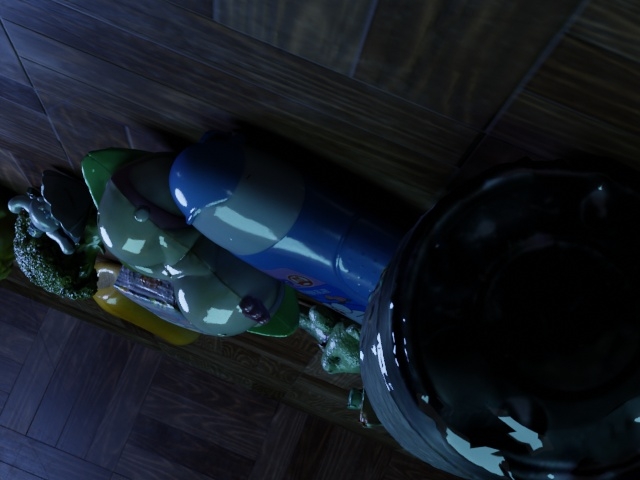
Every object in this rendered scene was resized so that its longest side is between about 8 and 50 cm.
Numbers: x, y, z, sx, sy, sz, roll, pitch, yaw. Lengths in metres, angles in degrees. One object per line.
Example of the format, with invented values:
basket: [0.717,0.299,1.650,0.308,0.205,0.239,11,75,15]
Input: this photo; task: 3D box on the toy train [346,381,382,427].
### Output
toy train: [0.127,0.198,1.528,0.188,0.072,0.099,5,-179,2]

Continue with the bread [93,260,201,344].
bread: [-0.271,0.105,1.960,0.092,0.074,0.239,8,163,34]

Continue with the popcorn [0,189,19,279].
popcorn: [-0.489,-0.013,1.641,0.185,0.167,0.187,-1,-132,-53]

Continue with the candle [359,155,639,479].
candle: [0.119,0.065,0.793,0.187,0.187,0.330,22,170,1]

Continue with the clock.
clock: [-0.106,0.003,1.044,0.231,0.103,0.144,39,-178,-8]

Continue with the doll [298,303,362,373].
doll: [0.015,0.120,1.518,0.150,0.077,0.115,26,167,44]

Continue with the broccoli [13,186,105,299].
broccoli: [-0.316,0.006,1.526,0.120,0.131,0.130,-22,136,16]

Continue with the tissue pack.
tissue pack: [-0.213,0.081,1.773,0.108,0.060,0.148,16,168,23]

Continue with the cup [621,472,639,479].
cup: [0.432,0.378,1.793,0.256,0.255,0.178,14,128,27]

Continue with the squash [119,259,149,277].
squash: [-0.196,0.007,1.412,0.066,0.066,0.201,26,174,-17]

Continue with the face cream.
face cream: [0.000,0.000,0.954,0.264,0.083,0.149,30,169,-29]

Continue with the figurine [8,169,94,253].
figurine: [-0.292,-0.029,1.368,0.086,0.094,0.082,-26,178,37]
